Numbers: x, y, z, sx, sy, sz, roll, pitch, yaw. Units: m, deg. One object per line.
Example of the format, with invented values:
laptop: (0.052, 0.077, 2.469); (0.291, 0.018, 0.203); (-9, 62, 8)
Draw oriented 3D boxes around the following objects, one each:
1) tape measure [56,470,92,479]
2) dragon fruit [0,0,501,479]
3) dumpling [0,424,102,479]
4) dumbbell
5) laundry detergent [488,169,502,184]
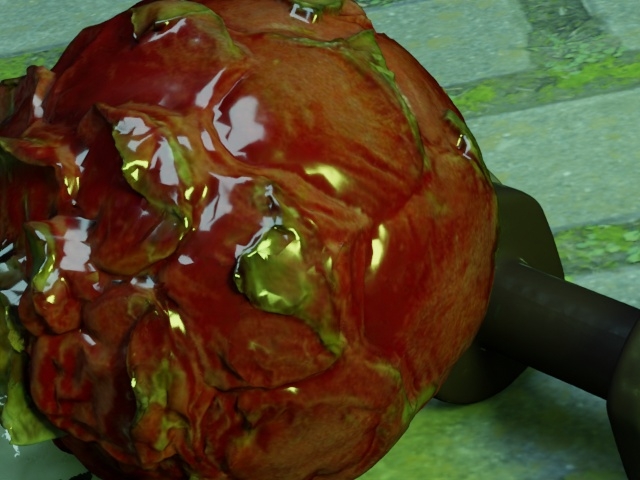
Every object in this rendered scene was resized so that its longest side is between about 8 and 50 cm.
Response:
tape measure: (-0.068, 0.196, 0.778); (0.112, 0.199, 0.186); (-49, 61, 10)
dragon fruit: (-0.047, 0.002, 0.937); (0.277, 0.277, 0.342); (9, 27, 34)
dumpling: (-0.171, 0.116, 1.055); (0.250, 0.132, 0.162); (7, 21, 2)
dumbbell: (0.151, 0.056, 1.029); (0.124, 0.140, 0.225); (-39, 37, -24)
laundry detergent: (0.000, 0.000, 1.261); (0.237, 0.076, 0.171); (-21, 28, -13)
